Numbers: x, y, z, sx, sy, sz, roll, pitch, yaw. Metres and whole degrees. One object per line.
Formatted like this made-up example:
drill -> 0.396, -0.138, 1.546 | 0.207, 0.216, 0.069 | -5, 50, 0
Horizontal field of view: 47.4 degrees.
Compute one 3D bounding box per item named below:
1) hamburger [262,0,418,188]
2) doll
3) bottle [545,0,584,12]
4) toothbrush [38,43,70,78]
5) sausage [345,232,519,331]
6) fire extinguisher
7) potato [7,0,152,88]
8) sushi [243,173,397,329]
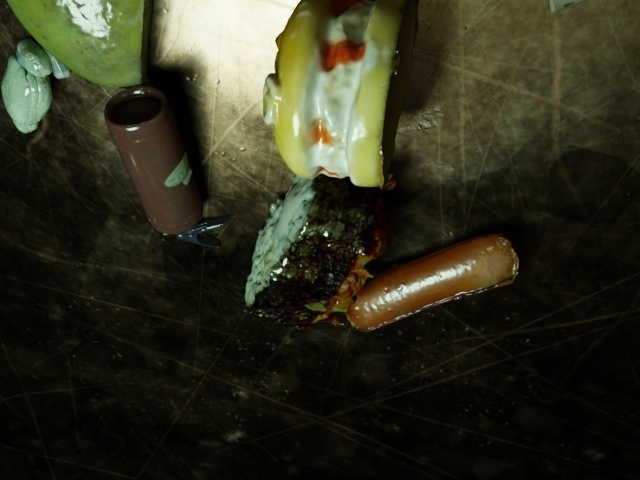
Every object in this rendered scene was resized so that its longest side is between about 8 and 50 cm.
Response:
hamburger -> 0.026, -0.230, 0.994 | 0.187, 0.261, 0.302 | 12, 110, 7
doll -> -0.471, -0.244, 1.164 | 0.103, 0.072, 0.214 | 63, 147, 11
bottle -> 0.354, -0.362, 0.927 | 0.152, 0.099, 0.099 | -19, 120, 18
toothbrush -> -0.464, -0.399, 1.093 | 0.025, 0.030, 0.342 | -8, 124, 17
sausage -> 0.188, 0.071, 1.274 | 0.330, 0.102, 0.102 | -22, 119, 26
fire extinguisher -> -0.241, -0.095, 1.219 | 0.138, 0.102, 0.344 | -11, 140, 0
potato -> -0.318, -0.324, 1.066 | 0.270, 0.112, 0.255 | -9, 128, 11
sushi -> 0.000, 0.000, 1.219 | 0.182, 0.196, 0.343 | 14, 135, -23
